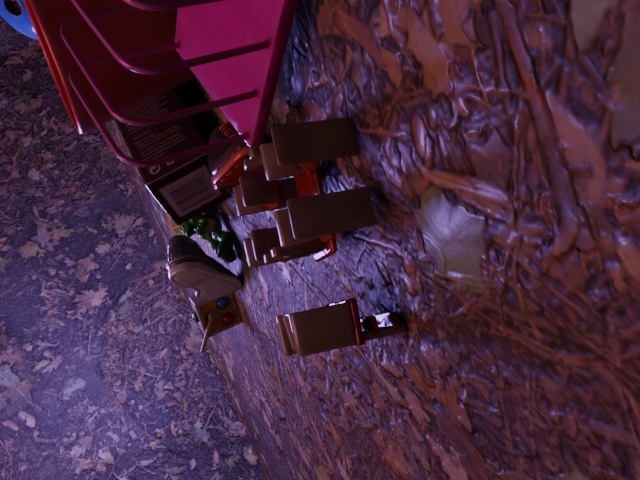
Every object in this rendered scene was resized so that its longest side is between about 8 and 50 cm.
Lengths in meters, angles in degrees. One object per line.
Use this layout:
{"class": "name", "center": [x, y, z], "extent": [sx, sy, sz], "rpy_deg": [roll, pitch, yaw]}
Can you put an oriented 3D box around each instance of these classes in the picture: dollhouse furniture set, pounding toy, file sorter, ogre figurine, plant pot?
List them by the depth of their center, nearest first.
{"class": "file sorter", "center": [-0.161, -0.249, 0.649], "extent": [0.202, 0.182, 0.291], "rpy_deg": [53, 146, 23]}
{"class": "dollhouse furniture set", "center": [0.000, 0.000, 0.747], "extent": [0.262, 0.135, 0.259], "rpy_deg": [151, 108, -71]}
{"class": "plant pot", "center": [-0.320, -0.338, 0.992], "extent": [0.275, 0.243, 0.275], "rpy_deg": [54, 158, 34]}
{"class": "ogre figurine", "center": [-0.263, -0.034, 1.429], "extent": [0.118, 0.097, 0.197], "rpy_deg": [33, 176, 39]}
{"class": "pounding toy", "center": [-0.300, 0.212, 1.729], "extent": [0.100, 0.141, 0.130], "rpy_deg": [30, 140, 60]}

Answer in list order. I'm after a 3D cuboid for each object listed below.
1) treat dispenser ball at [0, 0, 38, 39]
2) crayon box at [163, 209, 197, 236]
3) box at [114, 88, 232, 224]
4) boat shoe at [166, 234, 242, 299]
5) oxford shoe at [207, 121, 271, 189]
{"class": "treat dispenser ball", "center": [-0.671, -0.639, 1.532], "extent": [0.288, 0.288, 0.288], "rpy_deg": [54, 157, 35]}
{"class": "crayon box", "center": [-0.364, -0.096, 1.644], "extent": [0.166, 0.081, 0.278], "rpy_deg": [69, 161, -6]}
{"class": "box", "center": [-0.331, -0.243, 1.249], "extent": [0.382, 0.143, 0.191], "rpy_deg": [58, 173, 21]}
{"class": "boat shoe", "center": [-0.274, 0.068, 1.476], "extent": [0.319, 0.116, 0.099], "rpy_deg": [50, -160, -70]}
{"class": "oxford shoe", "center": [-0.135, -0.140, 0.951], "extent": [0.271, 0.096, 0.099], "rpy_deg": [174, 80, -71]}
